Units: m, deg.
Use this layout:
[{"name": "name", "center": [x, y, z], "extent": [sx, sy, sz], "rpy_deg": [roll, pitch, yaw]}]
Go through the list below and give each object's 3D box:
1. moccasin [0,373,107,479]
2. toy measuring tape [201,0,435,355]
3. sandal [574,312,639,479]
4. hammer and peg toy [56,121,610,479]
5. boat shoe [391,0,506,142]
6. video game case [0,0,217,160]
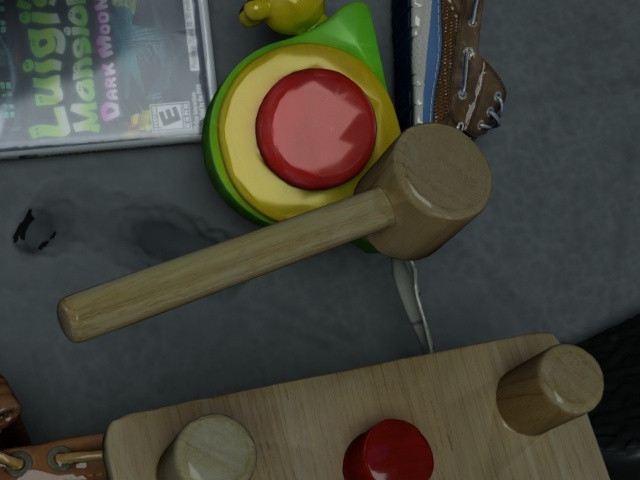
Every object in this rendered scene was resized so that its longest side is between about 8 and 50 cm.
[{"name": "moccasin", "center": [-0.184, 0.132, 0.594], "extent": [0.380, 0.139, 0.147], "rpy_deg": [0, 71, -5]}, {"name": "toy measuring tape", "center": [0.000, 0.000, 0.645], "extent": [0.121, 0.121, 0.330], "rpy_deg": [-13, 93, -9]}, {"name": "sandal", "center": [0.345, 0.067, 0.682], "extent": [0.446, 0.167, 0.107], "rpy_deg": [-20, 114, -2]}, {"name": "hammer and peg toy", "center": [0.023, 0.135, 0.525], "extent": [0.266, 0.127, 0.361], "rpy_deg": [-9, 71, -22]}, {"name": "boat shoe", "center": [0.083, -0.092, 0.683], "extent": [0.066, 0.066, 0.183], "rpy_deg": [2, 85, -9]}, {"name": "video game case", "center": [-0.158, -0.149, 0.676], "extent": [0.173, 0.022, 0.190], "rpy_deg": [-6, 86, -8]}]
